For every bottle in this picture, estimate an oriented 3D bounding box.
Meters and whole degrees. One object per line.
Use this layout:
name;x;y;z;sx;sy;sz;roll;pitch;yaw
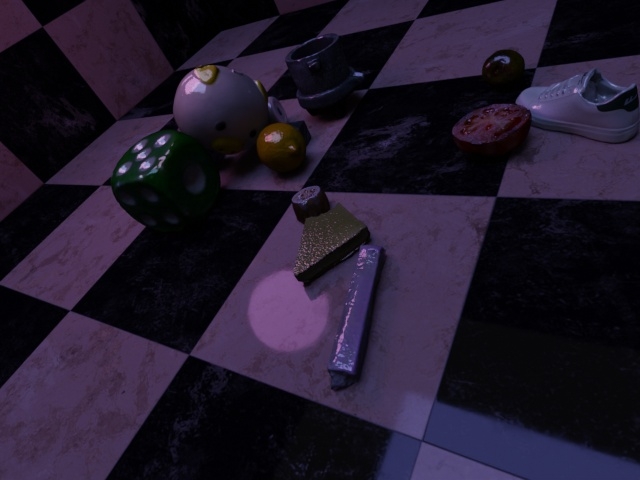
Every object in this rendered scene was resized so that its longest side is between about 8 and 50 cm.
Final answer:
bottle;-0.279;-0.529;1.876;0.236;0.147;0.148;-21;40;21

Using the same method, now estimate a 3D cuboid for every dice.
dice;-0.588;-0.222;1.610;0.300;0.297;0.287;-2;51;27

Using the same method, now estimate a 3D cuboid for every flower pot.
flower pot;0.028;-0.677;1.748;0.299;0.283;0.299;-15;39;13

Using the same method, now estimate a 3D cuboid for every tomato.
tomato;0.512;-0.323;1.255;0.225;0.085;0.225;-19;39;16

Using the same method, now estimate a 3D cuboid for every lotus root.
lotus root;-0.036;-0.121;1.366;0.122;0.081;0.112;-27;33;2

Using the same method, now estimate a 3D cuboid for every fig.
fig;0.645;-0.617;1.456;0.133;0.126;0.185;-2;49;46

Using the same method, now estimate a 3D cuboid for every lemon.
lemon;-0.149;-0.351;1.577;0.187;0.187;0.244;-42;32;-15

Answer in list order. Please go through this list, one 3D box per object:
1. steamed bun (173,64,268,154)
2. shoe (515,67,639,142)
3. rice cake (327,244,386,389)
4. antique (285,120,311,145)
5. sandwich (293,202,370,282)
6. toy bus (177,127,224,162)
steamed bun;-0.385;-0.511;1.649;0.373;0.334;0.334;-1;20;-43
shoe;0.702;-0.402;1.172;0.131;0.160;0.363;-34;41;-9
rice cake;0.093;0.160;1.005;0.070;0.064;0.399;0;48;22
antique;-0.143;-0.426;1.727;0.183;0.088;0.086;0;47;29
sandwich;0.000;0.000;1.232;0.245;0.063;0.212;-33;37;-6
toy bus;-0.574;-0.408;1.873;0.232;0.197;0.294;-45;36;8
